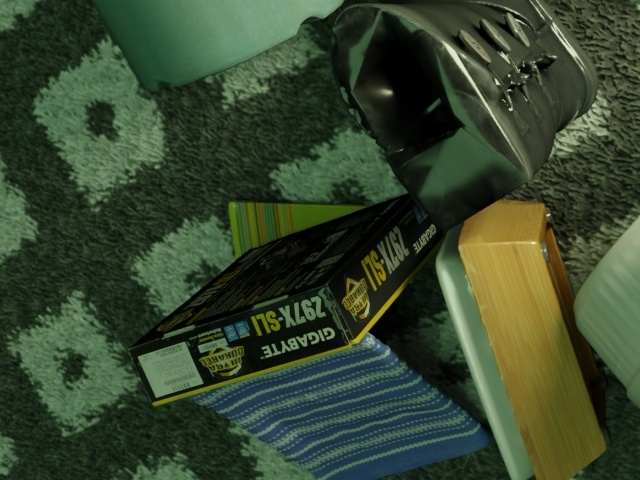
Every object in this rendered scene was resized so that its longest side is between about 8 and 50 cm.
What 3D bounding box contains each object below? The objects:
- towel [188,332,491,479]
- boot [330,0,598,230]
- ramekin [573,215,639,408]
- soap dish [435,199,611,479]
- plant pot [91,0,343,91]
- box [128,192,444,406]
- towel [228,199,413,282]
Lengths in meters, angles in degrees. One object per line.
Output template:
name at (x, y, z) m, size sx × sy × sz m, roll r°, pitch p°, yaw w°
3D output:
towel at (0.028, 0.209, 1.593) m, size 0.243 × 0.040 × 0.336 m, roll -20°, pitch 141°, yaw 27°
boot at (0.096, -0.210, 1.310) m, size 0.367 × 0.445 × 0.146 m, roll 43°, pitch 118°, yaw 5°
ramekin at (0.379, 0.037, 1.384) m, size 0.127 × 0.273 × 0.273 m, roll 45°, pitch 119°, yaw 19°
soap dish at (0.231, 0.104, 1.487) m, size 0.118 × 0.229 × 0.291 m, roll -17°, pitch 100°, yaw 15°
plant pot at (-0.151, -0.362, 1.450) m, size 0.341 × 0.341 × 0.334 m, roll -16°, pitch 109°, yaw 27°
box at (-0.028, 0.057, 1.502) m, size 0.257 × 0.322 × 0.079 m, roll -21°, pitch 100°, yaw 27°
towel at (0.000, 0.000, 1.665) m, size 0.237 × 0.021 × 0.102 m, roll 2°, pitch 113°, yaw 22°
